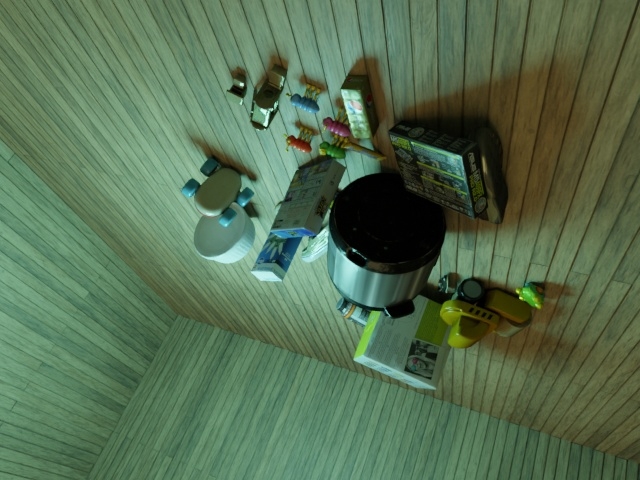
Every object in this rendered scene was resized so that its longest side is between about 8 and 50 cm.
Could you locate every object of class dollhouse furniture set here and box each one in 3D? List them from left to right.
[{"bbox_3d":[-0.201,-0.432,1.485,0.160,0.101,0.182,25,153,-2],"label":"dollhouse furniture set"}]

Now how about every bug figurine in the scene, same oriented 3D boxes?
[{"bbox_3d":[-0.012,-0.332,1.545,0.216,0.072,0.279,22,153,4],"label":"bug figurine"}]

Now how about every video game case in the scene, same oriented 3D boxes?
[{"bbox_3d":[-0.046,-0.131,1.690,0.061,0.244,0.269,28,166,-25],"label":"video game case"}]

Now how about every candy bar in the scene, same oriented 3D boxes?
[{"bbox_3d":[0.133,-0.268,1.549,0.161,0.018,0.040,12,168,-40],"label":"candy bar"}]

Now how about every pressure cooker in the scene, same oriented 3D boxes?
[{"bbox_3d":[0.197,0.026,1.697,0.375,0.370,0.420,22,150,12],"label":"pressure cooker"}]

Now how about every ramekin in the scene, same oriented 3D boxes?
[{"bbox_3d":[-0.404,-0.025,2.224,0.272,0.273,0.127,6,160,32],"label":"ramekin"}]

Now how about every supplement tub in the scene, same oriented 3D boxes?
[{"bbox_3d":[0.179,0.364,2.613,0.197,0.106,0.106,31,152,-12],"label":"supplement tub"}]

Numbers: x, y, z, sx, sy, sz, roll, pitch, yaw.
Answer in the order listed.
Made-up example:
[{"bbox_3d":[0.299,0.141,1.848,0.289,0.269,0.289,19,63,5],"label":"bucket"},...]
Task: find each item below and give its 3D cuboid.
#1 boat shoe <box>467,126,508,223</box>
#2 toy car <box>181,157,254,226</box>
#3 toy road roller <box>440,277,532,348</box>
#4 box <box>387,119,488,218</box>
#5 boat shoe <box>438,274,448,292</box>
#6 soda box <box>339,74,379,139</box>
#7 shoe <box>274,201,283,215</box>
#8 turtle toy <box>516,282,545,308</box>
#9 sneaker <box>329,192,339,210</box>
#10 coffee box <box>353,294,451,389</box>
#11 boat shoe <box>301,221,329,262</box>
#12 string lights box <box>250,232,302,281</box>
[{"bbox_3d":[0.432,-0.166,1.421,0.130,0.132,0.355,7,147,30],"label":"boat shoe"},{"bbox_3d":[-0.411,-0.172,2.042,0.219,0.210,0.238,39,164,-6],"label":"toy car"},{"bbox_3d":[0.634,0.324,2.015,0.329,0.241,0.202,21,153,6],"label":"toy road roller"},{"bbox_3d":[0.316,-0.195,1.389,0.270,0.060,0.216,33,156,47],"label":"box"},{"bbox_3d":[0.497,0.175,2.071,0.042,0.049,0.133,9,155,12],"label":"boat shoe"},{"bbox_3d":[0.110,-0.362,1.407,0.061,0.058,0.181,10,151,25],"label":"soda box"},{"bbox_3d":[-0.115,-0.116,2.033,0.219,0.058,0.076,-9,138,47],"label":"shoe"},{"bbox_3d":[0.779,0.201,1.870,0.095,0.066,0.130,30,168,47],"label":"turtle toy"},{"bbox_3d":[0.003,-0.157,1.876,0.209,0.082,0.069,6,112,3],"label":"sneaker"},{"bbox_3d":[0.371,0.427,2.253,0.334,0.338,0.338,23,164,3],"label":"coffee box"},{"bbox_3d":[0.000,0.000,2.127,0.094,0.109,0.302,46,140,-8],"label":"boat shoe"},{"bbox_3d":[-0.174,0.043,2.145,0.133,0.260,0.077,-3,143,41],"label":"string lights box"}]
